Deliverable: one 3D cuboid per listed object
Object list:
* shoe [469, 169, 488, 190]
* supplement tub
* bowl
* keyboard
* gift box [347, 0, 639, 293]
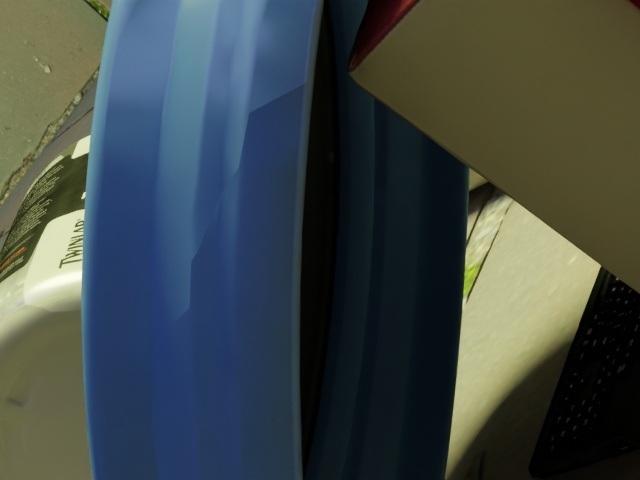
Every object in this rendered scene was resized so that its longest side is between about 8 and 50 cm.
[{"bbox_3d":[0.095,-0.056,1.029,0.219,0.058,0.076,-28,45,57],"label":"shoe"},{"bbox_3d":[-0.123,0.047,1.054,0.207,0.207,0.338,-43,18,16],"label":"supplement tub"},{"bbox_3d":[0.000,0.000,0.628,0.077,0.391,0.391,3,36,12],"label":"bowl"},{"bbox_3d":[0.149,0.022,0.736,0.100,0.038,0.192,-30,25,45],"label":"keyboard"},{"bbox_3d":[0.198,-0.120,0.518,0.255,0.258,0.276,-41,18,42],"label":"gift box"}]
